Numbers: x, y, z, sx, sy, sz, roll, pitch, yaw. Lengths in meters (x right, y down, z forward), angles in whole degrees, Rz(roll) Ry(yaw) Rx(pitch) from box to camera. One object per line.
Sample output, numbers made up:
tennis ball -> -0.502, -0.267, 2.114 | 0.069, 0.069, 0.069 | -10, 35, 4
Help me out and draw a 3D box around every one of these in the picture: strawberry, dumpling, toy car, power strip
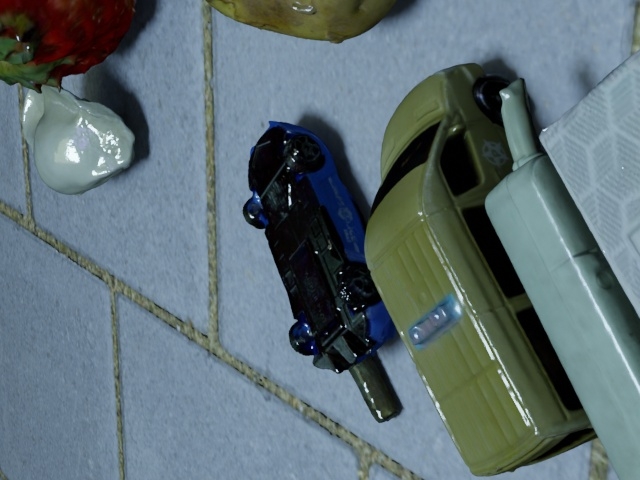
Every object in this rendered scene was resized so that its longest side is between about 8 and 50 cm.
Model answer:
strawberry -> -0.297, -0.294, 1.094 | 0.257, 0.257, 0.277 | -4, 70, 56
dumpling -> -0.279, -0.118, 1.205 | 0.134, 0.100, 0.169 | 57, 166, -15
toy car -> 0.098, 0.014, 0.690 | 0.101, 0.124, 0.257 | -47, 62, 49
power strip -> 0.171, 0.035, 0.618 | 0.053, 0.093, 0.288 | -44, 64, 50
toy car -> 0.000, 0.000, 0.886 | 0.103, 0.063, 0.216 | -50, 53, 48

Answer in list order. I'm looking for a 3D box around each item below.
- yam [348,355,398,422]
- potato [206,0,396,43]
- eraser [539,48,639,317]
yam -> 0.006, 0.048, 0.929 | 0.027, 0.029, 0.234 | -36, 66, 25
potato -> -0.013, -0.210, 0.788 | 0.176, 0.137, 0.137 | 19, 118, 28
eraser -> 0.250, 0.088, 0.514 | 0.096, 0.098, 0.404 | -50, 59, 49
